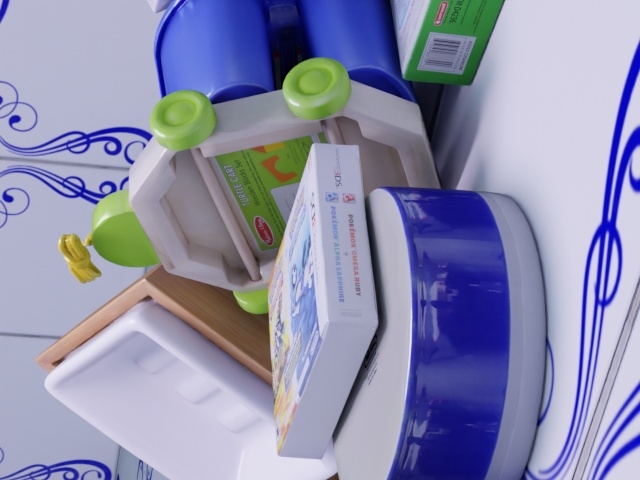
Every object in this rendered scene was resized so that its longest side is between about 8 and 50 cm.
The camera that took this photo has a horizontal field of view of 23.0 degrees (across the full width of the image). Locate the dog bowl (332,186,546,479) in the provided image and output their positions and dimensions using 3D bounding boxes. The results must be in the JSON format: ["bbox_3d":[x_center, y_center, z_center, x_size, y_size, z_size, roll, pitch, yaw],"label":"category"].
[{"bbox_3d":[0.086,0.089,1.256,0.265,0.104,0.264,-175,90,-77],"label":"dog bowl"}]

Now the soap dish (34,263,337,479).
[{"bbox_3d":[-0.116,0.148,1.612,0.229,0.291,0.118,-34,24,45],"label":"soap dish"}]

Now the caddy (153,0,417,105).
[{"bbox_3d":[-0.032,-0.129,1.513,0.341,0.241,0.179,89,172,-52],"label":"caddy"}]

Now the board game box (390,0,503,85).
[{"bbox_3d":[0.114,-0.332,1.382,0.242,0.064,0.316,109,162,-48],"label":"board game box"}]

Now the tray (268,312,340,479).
[{"bbox_3d":[-0.034,0.230,1.836,0.203,0.076,0.411,108,163,-48],"label":"tray"}]

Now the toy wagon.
[{"bbox_3d":[-0.068,-0.038,1.409,0.267,0.344,0.068,68,-166,-50],"label":"toy wagon"}]

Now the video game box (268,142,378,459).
[{"bbox_3d":[-0.002,0.053,1.323,0.205,0.048,0.187,109,164,-49],"label":"video game box"}]

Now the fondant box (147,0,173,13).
[{"bbox_3d":[-0.038,-0.341,1.351,0.096,0.238,0.330,62,161,8],"label":"fondant box"}]
